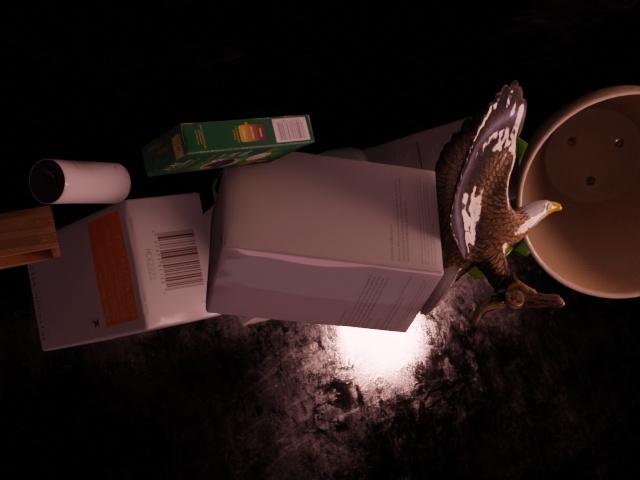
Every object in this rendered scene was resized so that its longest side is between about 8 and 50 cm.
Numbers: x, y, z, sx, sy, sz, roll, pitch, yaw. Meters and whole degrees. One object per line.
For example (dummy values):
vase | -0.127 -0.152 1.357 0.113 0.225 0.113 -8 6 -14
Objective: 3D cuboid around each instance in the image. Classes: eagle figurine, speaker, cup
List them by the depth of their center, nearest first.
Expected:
speaker | -0.295 -0.072 1.202 0.055 0.055 0.136 -13 177 23
eagle figurine | 0.234 -0.046 1.361 0.226 0.298 0.225 -18 180 42
cup | 0.460 -0.105 1.555 0.331 0.331 0.237 -12 -159 6

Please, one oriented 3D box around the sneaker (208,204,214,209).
sneaker | -0.166 -0.046 2.040 0.068 0.071 0.170 -15 177 43

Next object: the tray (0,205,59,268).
tray | -0.626 0.024 1.535 0.410 0.076 0.203 -12 177 -15

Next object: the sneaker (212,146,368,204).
sneaker | -0.044 -0.093 1.497 0.255 0.094 0.151 -23 162 -3

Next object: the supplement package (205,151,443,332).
supplement package | 0.000 0.000 1.344 0.292 0.175 0.177 7 146 -12

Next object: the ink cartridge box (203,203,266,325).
ink cartridge box | -0.112 0.030 1.910 0.100 0.237 0.172 -34 163 37

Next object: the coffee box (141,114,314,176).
coffee box | -0.112 -0.118 1.190 0.184 0.040 0.113 -10 176 -35

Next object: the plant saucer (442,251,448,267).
plant saucer | 0.136 0.028 1.649 0.188 0.045 0.188 -5 144 -17

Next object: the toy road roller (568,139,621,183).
toy road roller | 0.600 -0.128 1.905 0.329 0.203 0.240 -17 -174 27

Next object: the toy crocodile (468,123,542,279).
toy crocodile | 0.348 -0.073 1.727 0.341 0.115 0.105 -60 -179 -29

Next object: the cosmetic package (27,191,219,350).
cosmetic package | -0.386 0.068 1.837 0.161 0.230 0.453 -9 175 -39

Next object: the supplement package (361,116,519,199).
supplement package | 0.193 -0.109 1.623 0.244 0.139 0.134 -13 175 37
